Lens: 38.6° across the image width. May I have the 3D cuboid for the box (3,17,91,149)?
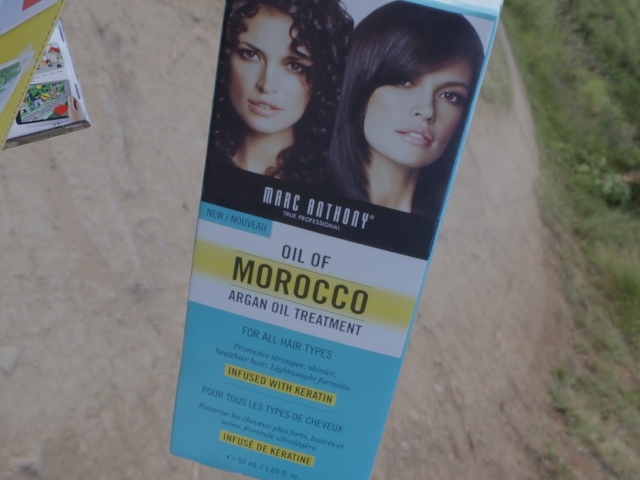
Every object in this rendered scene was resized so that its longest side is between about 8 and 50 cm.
[{"bbox_3d":[-0.331,-0.136,0.849,0.036,0.206,0.114,152,-77,-82],"label":"box"}]

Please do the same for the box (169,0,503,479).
[{"bbox_3d":[0.000,0.000,0.401,0.060,0.100,0.244,-67,170,-59],"label":"box"}]

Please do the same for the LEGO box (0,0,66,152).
[{"bbox_3d":[-0.250,-0.205,0.270,0.372,0.500,0.193,40,43,-4],"label":"LEGO box"}]
